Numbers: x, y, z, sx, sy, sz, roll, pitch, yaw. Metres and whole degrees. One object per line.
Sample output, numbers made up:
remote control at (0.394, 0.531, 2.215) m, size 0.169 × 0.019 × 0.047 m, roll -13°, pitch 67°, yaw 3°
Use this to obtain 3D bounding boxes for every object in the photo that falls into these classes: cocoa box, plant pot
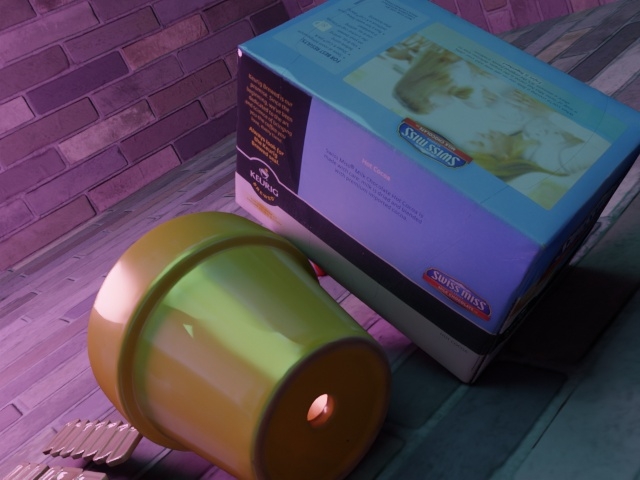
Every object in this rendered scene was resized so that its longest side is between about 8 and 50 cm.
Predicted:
cocoa box at (0.106, -0.078, 0.675) m, size 0.347 × 0.228 × 0.231 m, roll 37°, pitch 55°, yaw 22°
plant pot at (-0.066, 0.120, 0.639) m, size 0.254 × 0.254 × 0.239 m, roll -36°, pitch 37°, yaw -26°

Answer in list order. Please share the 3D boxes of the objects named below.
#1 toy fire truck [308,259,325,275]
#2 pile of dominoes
toy fire truck at (0.000, 0.000, 1.106) m, size 0.135 × 0.047 × 0.192 m, roll -13°, pitch 24°, yaw 31°
pile of dominoes at (-0.301, 0.287, 0.729) m, size 0.251 × 0.040 × 0.196 m, roll -15°, pitch 21°, yaw 45°
